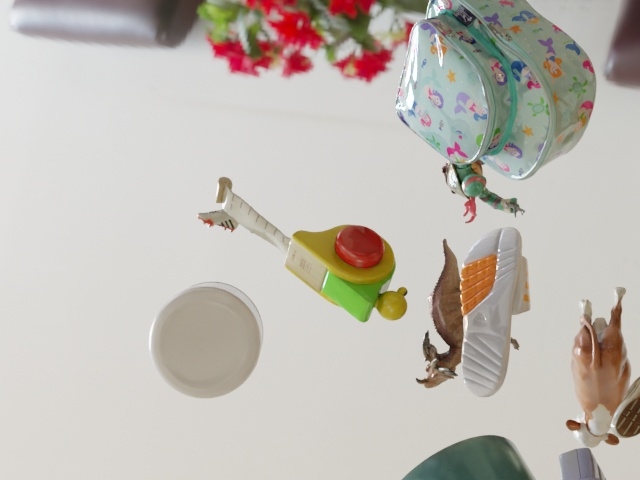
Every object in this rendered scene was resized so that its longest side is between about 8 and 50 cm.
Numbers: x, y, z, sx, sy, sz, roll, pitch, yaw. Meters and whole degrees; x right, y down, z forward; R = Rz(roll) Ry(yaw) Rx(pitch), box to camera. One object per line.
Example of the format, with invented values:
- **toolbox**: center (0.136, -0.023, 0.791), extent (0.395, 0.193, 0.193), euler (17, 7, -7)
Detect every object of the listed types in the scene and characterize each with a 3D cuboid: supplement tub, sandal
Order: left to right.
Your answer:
- **supplement tub**: center (-0.198, 0.172, 1.962), extent (0.191, 0.191, 0.272), euler (15, 180, -2)
- **sandal**: center (0.265, 0.112, 1.646), extent (0.102, 0.265, 0.076), euler (-9, 154, 42)

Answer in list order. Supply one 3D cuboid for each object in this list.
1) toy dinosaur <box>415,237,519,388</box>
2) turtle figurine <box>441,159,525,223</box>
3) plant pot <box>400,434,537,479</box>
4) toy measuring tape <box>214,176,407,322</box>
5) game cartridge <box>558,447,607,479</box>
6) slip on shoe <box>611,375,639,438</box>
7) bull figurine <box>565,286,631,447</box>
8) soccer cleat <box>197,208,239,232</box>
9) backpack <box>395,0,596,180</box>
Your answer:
- **toy dinosaur**: center (0.261, 0.156, 2.179), extent (0.200, 0.295, 0.127), euler (-20, -165, -14)
- **turtle figurine**: center (0.265, -0.126, 1.872), extent (0.118, 0.175, 0.234), euler (-15, -153, 1)
- **plant pot**: center (0.273, 0.514, 1.838), extent (0.293, 0.293, 0.235), euler (19, -155, -43)
- **toy measuring tape**: center (0.000, 0.000, 1.545), extent (0.330, 0.121, 0.121), euler (38, -176, 22)
- **game cartridge**: center (0.381, 0.468, 1.405), extent (0.068, 0.355, 0.230), euler (-15, 130, 17)
- **slip on shoe**: center (0.463, 0.239, 1.608), extent (0.051, 0.135, 0.041), euler (47, 152, -10)
- **bull figurine**: center (0.479, 0.222, 1.883), extent (0.101, 0.188, 0.310), euler (4, 145, 13)
- **soccer cleat**: center (-0.156, -0.037, 1.699), extent (0.083, 0.035, 0.029), euler (16, -161, -47)
- **backpack**: center (0.235, -0.207, 1.476), extent (0.253, 0.191, 0.225), euler (41, 145, 23)
